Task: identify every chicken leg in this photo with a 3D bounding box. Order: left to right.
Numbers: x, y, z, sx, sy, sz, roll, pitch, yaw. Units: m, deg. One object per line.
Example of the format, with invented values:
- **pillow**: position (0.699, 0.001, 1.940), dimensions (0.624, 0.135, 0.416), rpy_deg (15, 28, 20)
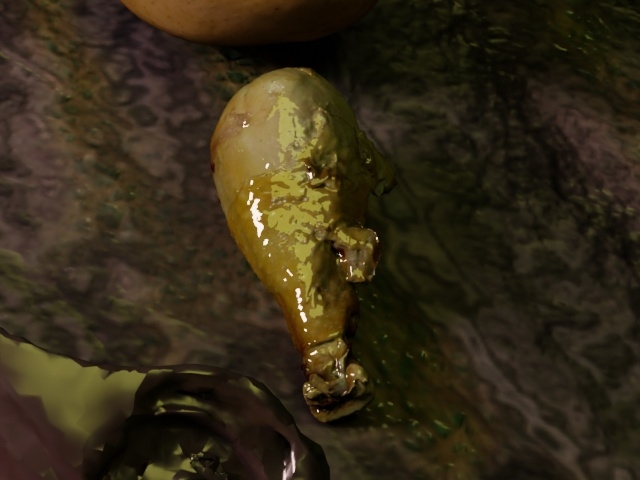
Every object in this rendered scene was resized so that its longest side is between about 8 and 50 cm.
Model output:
- **chicken leg**: position (0.000, 0.000, 0.838), dimensions (0.093, 0.070, 0.178), rpy_deg (4, 53, -22)

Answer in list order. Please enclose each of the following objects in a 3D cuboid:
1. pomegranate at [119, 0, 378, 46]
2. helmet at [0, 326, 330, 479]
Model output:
- **pomegranate**: position (-0.048, -0.194, 0.929), dimensions (0.196, 0.196, 0.196), rpy_deg (9, 45, -9)
- **helmet**: position (-0.070, 0.140, 0.561), dimensions (0.305, 0.225, 0.177), rpy_deg (25, 74, -15)
